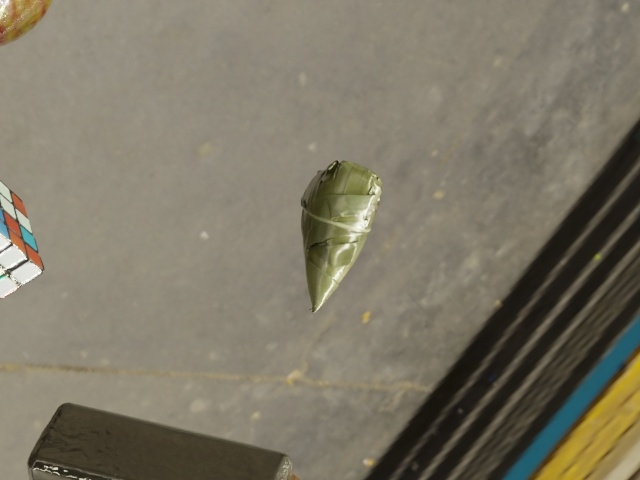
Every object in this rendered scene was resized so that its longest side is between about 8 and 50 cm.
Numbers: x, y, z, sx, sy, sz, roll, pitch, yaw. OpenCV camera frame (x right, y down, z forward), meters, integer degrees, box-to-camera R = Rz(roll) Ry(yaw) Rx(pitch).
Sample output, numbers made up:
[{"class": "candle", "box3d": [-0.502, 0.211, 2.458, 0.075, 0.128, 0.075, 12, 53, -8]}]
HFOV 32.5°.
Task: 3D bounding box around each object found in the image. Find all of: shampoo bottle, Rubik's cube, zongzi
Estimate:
[{"class": "shampoo bottle", "box3d": [-0.119, 0.211, 0.927, 0.079, 0.246, 0.080, -66, 163, -49]}, {"class": "Rubik's cube", "box3d": [-0.491, -0.006, 1.484, 0.151, 0.154, 0.155, -33, 139, 2]}, {"class": "zongzi", "box3d": [0.000, 0.000, 0.968, 0.062, 0.154, 0.130, 17, 85, -11]}]

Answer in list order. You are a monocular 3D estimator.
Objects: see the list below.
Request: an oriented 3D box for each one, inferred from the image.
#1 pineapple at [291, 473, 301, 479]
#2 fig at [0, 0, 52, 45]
[{"class": "pineapple", "box3d": [-0.088, 0.419, 1.242, 0.169, 0.169, 0.340, -10, 125, -36]}, {"class": "fig", "box3d": [-0.264, -0.247, 0.819, 0.124, 0.124, 0.236, -24, 149, -22]}]
